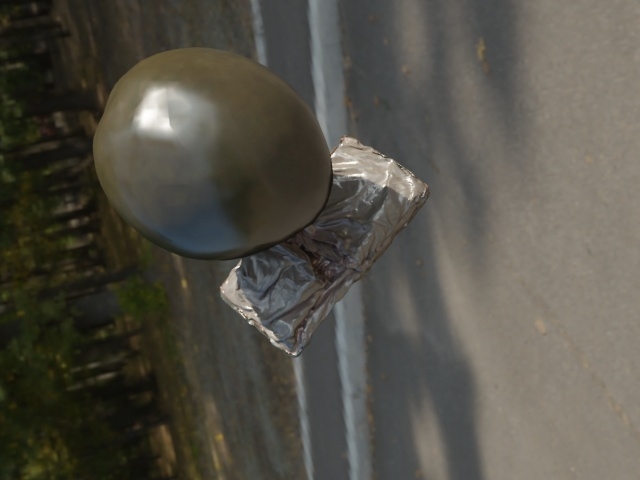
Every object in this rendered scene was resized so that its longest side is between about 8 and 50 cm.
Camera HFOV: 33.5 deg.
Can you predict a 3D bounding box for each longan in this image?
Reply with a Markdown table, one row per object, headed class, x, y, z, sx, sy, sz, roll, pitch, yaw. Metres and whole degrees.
| class | x | y | z | sx | sy | sz | roll | pitch | yaw |
| --- | --- | --- | --- | --- | --- | --- | --- | --- | --- |
| longan | -0.105 | -0.083 | 1.087 | 0.248 | 0.248 | 0.248 | 167 | 90 | -78 |

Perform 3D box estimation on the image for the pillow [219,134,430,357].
| class | x | y | z | sx | sy | sz | roll | pitch | yaw |
| --- | --- | --- | --- | --- | --- | --- | --- | --- | --- |
| pillow | 0.000 | 0.000 | 1.202 | 0.135 | 0.248 | 0.049 | 39 | 176 | 26 |
